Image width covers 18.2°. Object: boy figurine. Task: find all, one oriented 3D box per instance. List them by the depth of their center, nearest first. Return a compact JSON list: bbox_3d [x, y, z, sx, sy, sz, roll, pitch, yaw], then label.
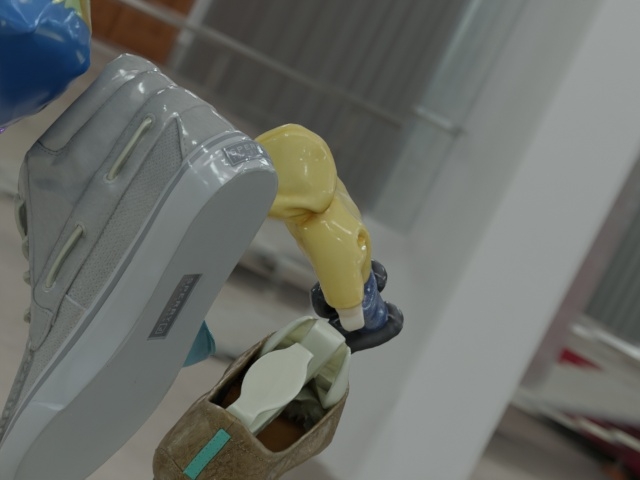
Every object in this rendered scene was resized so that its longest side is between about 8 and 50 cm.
[{"bbox_3d":[0.000,0.000,1.806,0.285,0.092,0.177,58,10,-55],"label":"boy figurine"}]

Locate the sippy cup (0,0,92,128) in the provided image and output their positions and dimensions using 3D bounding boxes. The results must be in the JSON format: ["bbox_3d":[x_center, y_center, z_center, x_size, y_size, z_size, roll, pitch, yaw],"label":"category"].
[{"bbox_3d":[-0.226,-0.180,1.096,0.240,0.306,0.224,20,53,-64],"label":"sippy cup"}]

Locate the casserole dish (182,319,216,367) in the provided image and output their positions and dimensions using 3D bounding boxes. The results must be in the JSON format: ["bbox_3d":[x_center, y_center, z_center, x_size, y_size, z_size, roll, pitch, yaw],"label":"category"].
[{"bbox_3d":[-0.182,0.062,2.006,0.188,0.037,0.114,37,-26,23],"label":"casserole dish"}]

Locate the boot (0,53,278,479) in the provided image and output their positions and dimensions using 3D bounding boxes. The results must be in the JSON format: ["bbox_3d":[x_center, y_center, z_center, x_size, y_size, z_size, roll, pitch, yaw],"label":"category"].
[{"bbox_3d":[-0.134,0.021,1.141,0.123,0.258,0.095,42,17,27],"label":"boot"}]

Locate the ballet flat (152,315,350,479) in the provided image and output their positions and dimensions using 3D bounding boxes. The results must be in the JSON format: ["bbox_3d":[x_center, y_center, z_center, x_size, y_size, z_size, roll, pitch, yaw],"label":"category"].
[{"bbox_3d":[-0.039,0.132,1.702,0.116,0.124,0.342,38,23,8],"label":"ballet flat"}]

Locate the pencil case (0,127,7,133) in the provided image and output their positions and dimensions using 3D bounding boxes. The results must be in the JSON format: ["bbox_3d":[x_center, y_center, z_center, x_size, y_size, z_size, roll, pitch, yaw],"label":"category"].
[{"bbox_3d":[-0.287,-0.130,1.364,0.206,0.088,0.086,23,-14,38],"label":"pencil case"}]
